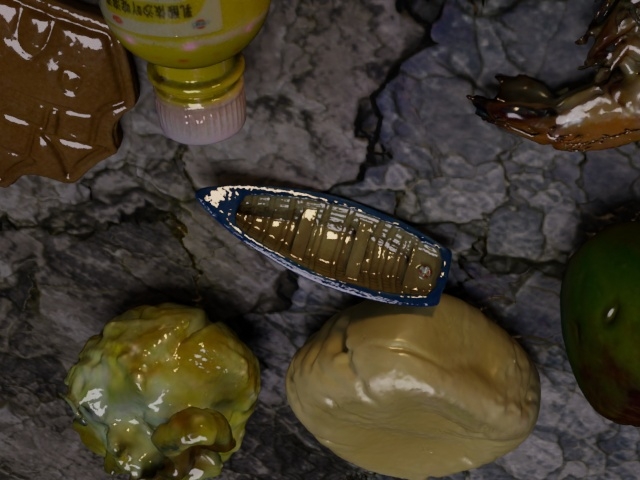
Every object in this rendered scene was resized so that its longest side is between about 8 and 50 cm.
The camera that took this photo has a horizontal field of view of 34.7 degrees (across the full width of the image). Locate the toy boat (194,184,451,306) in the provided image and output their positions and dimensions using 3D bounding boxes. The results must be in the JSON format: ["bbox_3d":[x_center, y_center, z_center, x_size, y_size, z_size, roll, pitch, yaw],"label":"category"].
[{"bbox_3d":[0.000,0.000,0.891,0.229,0.080,0.046,17,167,-4],"label":"toy boat"}]

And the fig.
[{"bbox_3d":[0.282,0.068,0.823,0.191,0.181,0.181,50,128,6],"label":"fig"}]

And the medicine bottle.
[{"bbox_3d":[-0.094,-0.170,0.717,0.122,0.122,0.212,5,132,8],"label":"medicine bottle"}]

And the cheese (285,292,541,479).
[{"bbox_3d":[0.086,0.148,0.971,0.226,0.117,0.214,33,136,-22],"label":"cheese"}]

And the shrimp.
[{"bbox_3d":[0.167,-0.169,0.708,0.290,0.054,0.222,36,130,-18],"label":"shrimp"}]

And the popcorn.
[{"bbox_3d":[-0.147,0.155,0.978,0.198,0.212,0.198,-11,122,-19],"label":"popcorn"}]

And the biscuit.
[{"bbox_3d":[-0.248,-0.119,0.856,0.182,0.034,0.215,21,132,-6],"label":"biscuit"}]
